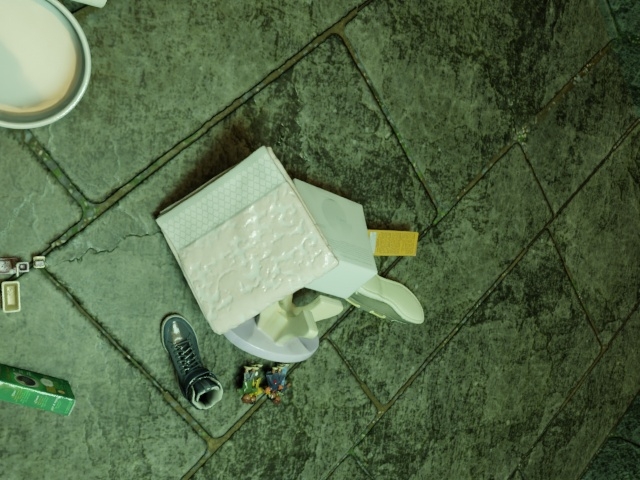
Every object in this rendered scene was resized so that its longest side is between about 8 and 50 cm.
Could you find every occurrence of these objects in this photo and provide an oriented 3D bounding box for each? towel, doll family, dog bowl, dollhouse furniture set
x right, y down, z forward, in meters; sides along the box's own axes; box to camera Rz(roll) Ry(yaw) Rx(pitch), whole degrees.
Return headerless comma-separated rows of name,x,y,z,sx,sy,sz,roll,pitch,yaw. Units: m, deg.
towel,-0.172,0.001,1.312,0.331,0.053,0.317,-31,87,14
doll family,-0.145,0.379,1.531,0.193,0.076,0.111,8,87,-35
dog bowl,-0.582,-0.353,1.119,0.264,0.104,0.265,-9,113,-22
dollhouse furniture set,-0.612,0.094,1.205,0.091,0.081,0.114,-3,98,-31

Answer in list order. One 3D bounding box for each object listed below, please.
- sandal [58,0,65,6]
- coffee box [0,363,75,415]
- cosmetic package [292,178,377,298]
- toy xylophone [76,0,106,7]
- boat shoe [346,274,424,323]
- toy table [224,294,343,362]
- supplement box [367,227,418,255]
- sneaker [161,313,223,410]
sandal,-0.557,-0.471,1.178,0.090,0.060,0.219,-17,105,-28
coffee box,-0.612,0.305,1.217,0.184,0.113,0.040,27,85,-32
cosmetic package,0.000,0.000,1.470,0.224,0.138,0.225,19,43,-31
toy xylophone,-0.505,-0.545,1.093,0.236,0.323,0.081,-5,140,-41
boat shoe,0.177,0.171,1.689,0.305,0.091,0.109,30,44,-32
toy table,-0.090,0.182,1.442,0.274,0.252,0.161,10,126,-41
supplement box,0.165,0.004,1.668,0.233,0.078,0.080,0,97,-31
sneaker,-0.299,0.290,1.375,0.086,0.163,0.226,-21,105,-26
